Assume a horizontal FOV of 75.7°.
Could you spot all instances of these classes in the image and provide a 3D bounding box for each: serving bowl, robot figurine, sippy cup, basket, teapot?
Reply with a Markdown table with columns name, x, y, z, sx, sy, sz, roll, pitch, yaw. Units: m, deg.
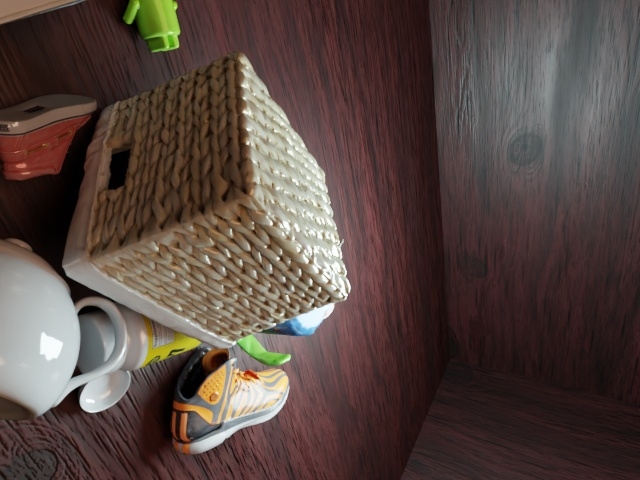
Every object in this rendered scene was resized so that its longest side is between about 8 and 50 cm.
| name | x | y | z | sx | sy | sz | roll | pitch | yaw |
| --- | --- | --- | --- | --- | --- | --- | --- | --- | --- |
| serving bowl | -0.366 | 0.243 | 0.690 | 0.083 | 0.027 | 0.083 | -36 | 139 | -39 |
| robot figurine | -0.278 | -0.381 | 0.689 | 0.101 | 0.067 | 0.115 | -46 | 133 | -52 |
| sippy cup | -0.106 | 0.106 | 0.901 | 0.240 | 0.224 | 0.305 | -57 | 140 | -35 |
| basket | -0.152 | -0.054 | 0.654 | 0.331 | 0.267 | 0.328 | 49 | 24 | -50 |
| teapot | -0.384 | 0.083 | 0.469 | 0.255 | 0.253 | 0.186 | 105 | -6 | -52 |

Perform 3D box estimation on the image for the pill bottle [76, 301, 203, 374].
| name | x | y | z | sx | sy | sz | roll | pitch | yaw |
| --- | --- | --- | --- | --- | --- | --- | --- | --- | --- |
| pill bottle | -0.296 | 0.151 | 0.707 | 0.209 | 0.119 | 0.119 | -8 | 102 | -57 |

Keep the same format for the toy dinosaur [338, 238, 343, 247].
| name | x | y | z | sx | sy | sz | roll | pitch | yaw |
| --- | --- | --- | --- | --- | --- | --- | --- | --- | --- |
| toy dinosaur | 0.000 | 0.000 | 1.143 | 0.268 | 0.064 | 0.118 | 53 | 28 | 0 |

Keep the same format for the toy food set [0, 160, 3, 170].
| name | x | y | z | sx | sy | sz | roll | pitch | yaw |
| --- | --- | --- | --- | --- | --- | --- | --- | --- | --- |
| toy food set | -0.453 | -0.116 | 0.456 | 0.218 | 0.071 | 0.128 | -26 | 117 | -54 |

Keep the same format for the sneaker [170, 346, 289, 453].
| name | x | y | z | sx | sy | sz | roll | pitch | yaw |
| --- | --- | --- | --- | --- | --- | --- | --- | --- | --- |
| sneaker | -0.181 | 0.313 | 0.913 | 0.321 | 0.125 | 0.179 | -13 | 107 | -56 |

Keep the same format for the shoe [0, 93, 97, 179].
| name | x | y | z | sx | sy | sz | roll | pitch | yaw |
| --- | --- | --- | --- | --- | --- | --- | --- | --- | --- |
| shoe | -0.374 | -0.147 | 0.569 | 0.178 | 0.064 | 0.081 | -76 | 178 | -60 |

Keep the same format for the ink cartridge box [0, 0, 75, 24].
| name | x | y | z | sx | sy | sz | roll | pitch | yaw |
| --- | --- | --- | --- | --- | --- | --- | --- | --- | --- |
| ink cartridge box | -0.402 | -0.400 | 0.431 | 0.226 | 0.131 | 0.306 | -53 | 138 | -40 |

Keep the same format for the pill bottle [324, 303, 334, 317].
| name | x | y | z | sx | sy | sz | roll | pitch | yaw |
| --- | --- | --- | --- | --- | --- | --- | --- | --- | --- |
| pill bottle | -0.045 | 0.100 | 1.091 | 0.124 | 0.125 | 0.221 | -48 | 133 | -43 |
